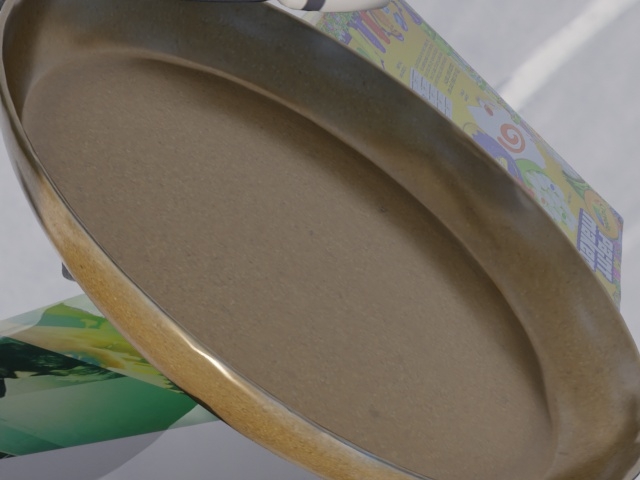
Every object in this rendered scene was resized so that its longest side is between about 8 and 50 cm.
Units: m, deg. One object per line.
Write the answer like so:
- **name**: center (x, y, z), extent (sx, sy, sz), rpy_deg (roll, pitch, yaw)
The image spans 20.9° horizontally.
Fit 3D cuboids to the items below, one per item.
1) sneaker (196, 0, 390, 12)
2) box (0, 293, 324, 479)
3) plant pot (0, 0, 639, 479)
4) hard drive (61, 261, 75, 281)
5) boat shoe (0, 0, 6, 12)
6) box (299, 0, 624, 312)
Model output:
- **sneaker**: center (-0.031, -0.177, 0.326), extent (0.127, 0.126, 0.321), rpy_deg (1, 134, -8)
- **box**: center (-0.105, 0.100, 0.571), extent (0.322, 0.232, 0.059), rpy_deg (-17, 116, -52)
- **plant pot**: center (0.000, 0.000, 0.535), extent (0.236, 0.236, 0.032), rpy_deg (-7, 140, -54)
- **hard drive**: center (-0.127, 0.021, 1.391), extent (0.135, 0.022, 0.094), rpy_deg (-4, -172, -31)
- **boat shoe**: center (-0.090, -0.067, 0.859), extent (0.091, 0.302, 0.114), rpy_deg (-70, -165, -9)
- **box**: center (0.047, -0.004, 1.163), extent (0.177, 0.279, 0.290), rpy_deg (-43, -172, 22)
